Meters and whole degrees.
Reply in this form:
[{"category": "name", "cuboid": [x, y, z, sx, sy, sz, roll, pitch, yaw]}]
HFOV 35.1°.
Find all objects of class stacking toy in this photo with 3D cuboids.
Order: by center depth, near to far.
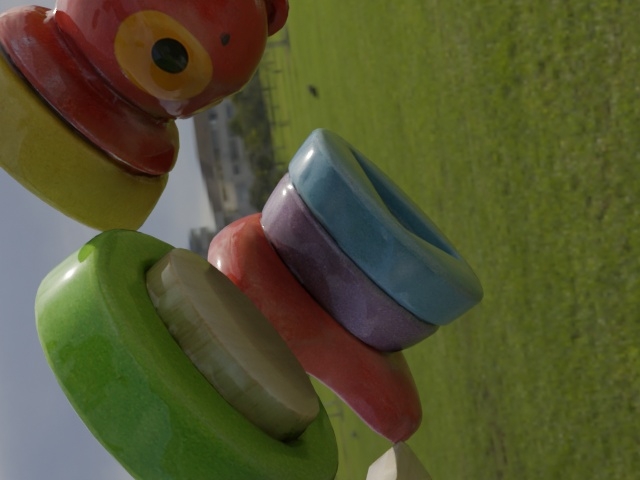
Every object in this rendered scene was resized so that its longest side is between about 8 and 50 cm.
[{"category": "stacking toy", "cuboid": [0.000, 0.000, 0.461, 0.309, 0.130, 0.279, 36, -164, -41]}]
